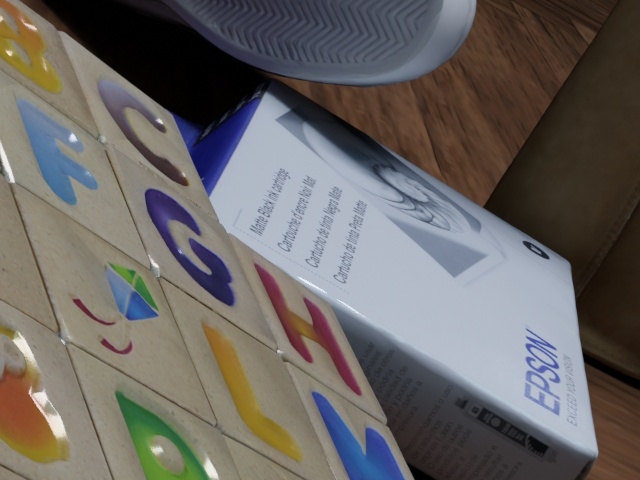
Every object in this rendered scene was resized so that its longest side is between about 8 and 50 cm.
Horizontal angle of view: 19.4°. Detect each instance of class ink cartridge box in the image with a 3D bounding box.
[{"bbox_3d":[0.000,0.000,0.730,0.224,0.045,0.223,30,17,-5],"label":"ink cartridge box"}]

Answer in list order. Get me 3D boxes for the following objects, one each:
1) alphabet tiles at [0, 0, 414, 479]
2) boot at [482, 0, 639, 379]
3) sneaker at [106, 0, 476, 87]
[{"bbox_3d":[-0.043,0.035,0.437,0.285,0.011,0.342,36,19,-44],"label":"alphabet tiles"},{"bbox_3d":[0.134,-0.092,0.835,0.236,0.269,0.089,28,19,-3],"label":"boot"},{"bbox_3d":[-0.004,-0.128,0.894,0.292,0.108,0.169,24,7,43],"label":"sneaker"}]
